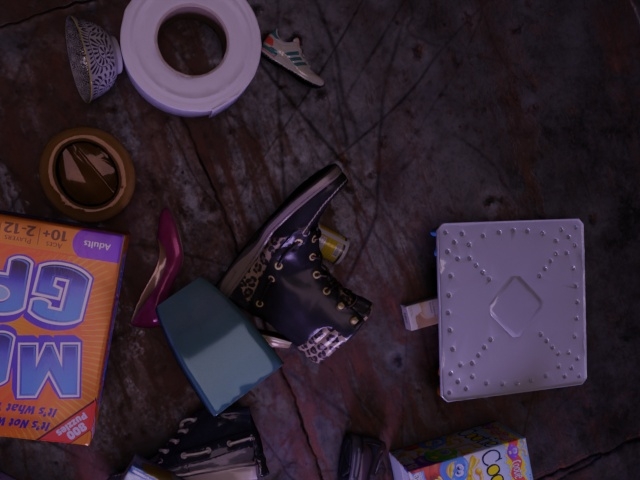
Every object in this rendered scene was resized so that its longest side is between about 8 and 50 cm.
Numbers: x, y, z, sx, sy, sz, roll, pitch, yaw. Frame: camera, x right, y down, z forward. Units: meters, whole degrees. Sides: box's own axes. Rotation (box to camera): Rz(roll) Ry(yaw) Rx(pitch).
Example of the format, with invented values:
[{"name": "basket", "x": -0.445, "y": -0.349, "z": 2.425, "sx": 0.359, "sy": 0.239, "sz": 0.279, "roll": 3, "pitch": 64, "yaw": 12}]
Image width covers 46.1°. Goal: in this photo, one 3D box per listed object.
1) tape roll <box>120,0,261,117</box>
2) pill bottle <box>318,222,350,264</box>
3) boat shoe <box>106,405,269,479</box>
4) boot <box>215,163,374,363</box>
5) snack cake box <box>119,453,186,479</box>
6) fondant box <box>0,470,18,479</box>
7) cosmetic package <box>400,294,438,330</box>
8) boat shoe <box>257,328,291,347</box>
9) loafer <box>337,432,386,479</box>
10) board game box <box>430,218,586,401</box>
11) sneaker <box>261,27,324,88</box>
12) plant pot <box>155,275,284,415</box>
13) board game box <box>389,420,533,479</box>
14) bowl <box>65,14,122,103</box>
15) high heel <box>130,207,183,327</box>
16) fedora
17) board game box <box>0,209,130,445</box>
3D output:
[{"name": "tape roll", "x": -0.266, "y": -0.398, "z": 1.550, "sx": 0.286, "sy": 0.100, "sz": 0.286, "roll": 0, "pitch": 91, "yaw": -13}, {"name": "pill bottle", "x": 0.000, "y": 0.000, "z": 1.634, "sx": 0.116, "sy": 0.065, "sz": 0.065, "roll": 28, "pitch": 85, "yaw": -12}, {"name": "boat shoe", "x": -0.284, "y": 0.438, "z": 1.566, "sx": 0.340, "sy": 0.127, "sz": 0.158, "roll": -6, "pitch": 72, "yaw": -9}, {"name": "boot", "x": -0.006, "y": 0.056, "z": 1.540, "sx": 0.284, "sy": 0.138, "sz": 0.377, "roll": 41, "pitch": 106, "yaw": -5}, {"name": "snack cake box", "x": -0.281, "y": 0.545, "z": 1.442, "sx": 0.264, "sy": 0.089, "sz": 0.152, "roll": 30, "pitch": 84, "yaw": -8}, {"name": "fondant box", "x": -0.585, "y": 0.546, "z": 1.424, "sx": 0.330, "sy": 0.238, "sz": 0.096, "roll": 32, "pitch": 84, "yaw": -11}, {"name": "cosmetic package", "x": 0.246, "y": 0.161, "z": 1.704, "sx": 0.115, "sy": 0.041, "sz": 0.060, "roll": -15, "pitch": 94, "yaw": -12}, {"name": "boat shoe", "x": -0.130, "y": 0.217, "z": 1.620, "sx": 0.135, "sy": 0.050, "sz": 0.045, "roll": 12, "pitch": 96, "yaw": -7}, {"name": "loafer", "x": 0.083, "y": 0.579, "z": 1.646, "sx": 0.095, "sy": 0.109, "sz": 0.303, "roll": 10, "pitch": 86, "yaw": -17}, {"name": "board game box", "x": 0.432, "y": 0.150, "z": 1.717, "sx": 0.389, "sy": 0.050, "sz": 0.390, "roll": -2, "pitch": 91, "yaw": -21}, {"name": "sneaker", "x": -0.050, "y": -0.393, "z": 1.618, "sx": 0.161, "sy": 0.057, "sz": 0.075, "roll": 31, "pitch": 90, "yaw": -9}, {"name": "plant pot", "x": -0.218, "y": 0.198, "z": 1.496, "sx": 0.165, "sy": 0.165, "sz": 0.234, "roll": -35, "pitch": 91, "yaw": -16}, {"name": "board game box", "x": 0.314, "y": 0.521, "z": 1.674, "sx": 0.275, "sy": 0.142, "sz": 0.144, "roll": -13, "pitch": 94, "yaw": -12}, {"name": "bowl", "x": -0.441, "y": -0.362, "z": 1.486, "sx": 0.080, "sy": 0.170, "sz": 0.170, "roll": -16, "pitch": 95, "yaw": -26}, {"name": "high heel", "x": -0.344, "y": 0.059, "z": 1.552, "sx": 0.117, "sy": 0.082, "sz": 0.244, "roll": -7, "pitch": 105, "yaw": -21}, {"name": "fedora", "x": -0.469, "y": -0.134, "z": 1.519, "sx": 0.194, "sy": 0.079, "sz": 0.195, "roll": -2, "pitch": 97, "yaw": -16}, {"name": "board game box", "x": -0.556, "y": 0.130, "z": 1.363, "sx": 0.356, "sy": 0.356, "sz": 0.357, "roll": 10, "pitch": 89, "yaw": -13}]
